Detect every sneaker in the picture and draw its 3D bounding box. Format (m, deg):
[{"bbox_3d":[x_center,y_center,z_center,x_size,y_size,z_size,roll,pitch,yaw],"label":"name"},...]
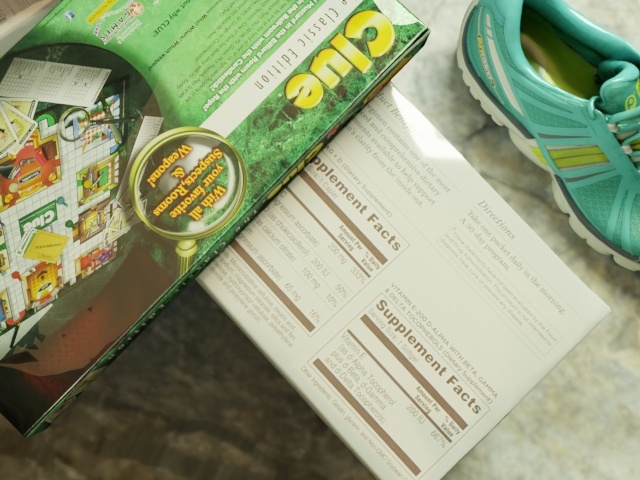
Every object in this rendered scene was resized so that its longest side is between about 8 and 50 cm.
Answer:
[{"bbox_3d":[0.204,-0.074,0.581,0.275,0.110,0.107,44,79,2],"label":"sneaker"}]

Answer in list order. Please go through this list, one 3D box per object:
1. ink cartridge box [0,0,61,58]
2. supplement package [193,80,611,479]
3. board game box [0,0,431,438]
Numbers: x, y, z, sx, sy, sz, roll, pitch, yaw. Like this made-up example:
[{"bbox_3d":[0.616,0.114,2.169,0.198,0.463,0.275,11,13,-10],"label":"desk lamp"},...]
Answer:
[{"bbox_3d":[-0.251,-0.140,0.561,0.143,0.090,0.092,-36,85,-9],"label":"ink cartridge box"},{"bbox_3d":[0.000,0.000,0.501,0.145,0.204,0.262,-42,86,-8],"label":"supplement package"},{"bbox_3d":[-0.086,-0.050,0.387,0.136,0.030,0.259,44,84,6],"label":"board game box"}]
